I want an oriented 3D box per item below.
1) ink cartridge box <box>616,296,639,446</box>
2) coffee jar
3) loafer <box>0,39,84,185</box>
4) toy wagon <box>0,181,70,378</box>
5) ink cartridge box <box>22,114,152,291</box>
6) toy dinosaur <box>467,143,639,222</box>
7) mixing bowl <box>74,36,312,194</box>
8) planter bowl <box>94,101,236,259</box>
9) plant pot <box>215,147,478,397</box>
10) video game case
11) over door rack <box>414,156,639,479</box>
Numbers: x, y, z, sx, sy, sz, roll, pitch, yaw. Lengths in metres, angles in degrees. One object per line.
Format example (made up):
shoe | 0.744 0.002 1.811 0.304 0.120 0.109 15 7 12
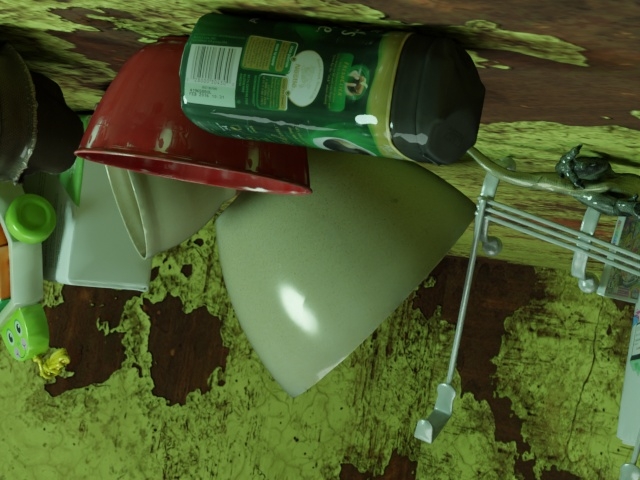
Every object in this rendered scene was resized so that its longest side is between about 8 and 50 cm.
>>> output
ink cartridge box | 0.454 0.105 1.723 0.201 0.278 0.117 9 178 -3
coffee jar | 0.009 -0.098 1.008 0.184 0.079 0.096 9 176 22
loafer | -0.273 -0.116 1.385 0.130 0.134 0.366 -2 -176 -14
toy wagon | -0.389 0.005 1.852 0.068 0.344 0.267 -15 165 -33
ink cartridge box | -0.310 -0.050 1.923 0.114 0.198 0.273 6 180 -35
toy dinosaur | 0.258 -0.051 1.449 0.268 0.064 0.118 13 -176 -3
mixing bowl | -0.088 -0.096 1.181 0.181 0.098 0.181 9 178 0
planter bowl | -0.148 -0.074 1.558 0.109 0.162 0.162 -19 -176 -14
plant pot | 0.000 0.000 1.661 0.191 0.284 0.284 44 175 -3
video game case | 0.331 0.004 1.662 0.011 0.122 0.087 16 -178 36
over door rack | 0.249 0.096 1.602 0.239 0.324 0.108 22 -153 20
